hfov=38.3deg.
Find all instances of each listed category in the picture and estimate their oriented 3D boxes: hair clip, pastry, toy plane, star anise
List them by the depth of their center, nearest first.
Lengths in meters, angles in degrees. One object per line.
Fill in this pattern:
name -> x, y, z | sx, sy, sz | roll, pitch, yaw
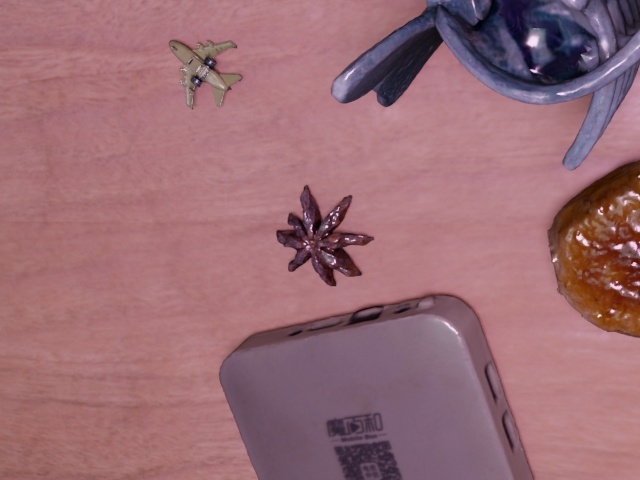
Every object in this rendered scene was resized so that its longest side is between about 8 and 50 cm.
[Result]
hair clip -> 0.198, -0.222, 0.854 | 0.238, 0.318, 0.392 | 32, 117, 10
pastry -> 0.346, 0.007, 0.982 | 0.182, 0.093, 0.192 | 44, 119, 3
toy plane -> -0.154, -0.223, 1.181 | 0.111, 0.040, 0.102 | 40, 101, 7
star anise -> 0.001, 0.001, 1.181 | 0.141, 0.042, 0.141 | 9, 113, 23

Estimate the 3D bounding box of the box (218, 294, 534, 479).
box -> 0.078, 0.272, 1.212 | 0.367, 0.090, 0.373 | -15, 100, 28
